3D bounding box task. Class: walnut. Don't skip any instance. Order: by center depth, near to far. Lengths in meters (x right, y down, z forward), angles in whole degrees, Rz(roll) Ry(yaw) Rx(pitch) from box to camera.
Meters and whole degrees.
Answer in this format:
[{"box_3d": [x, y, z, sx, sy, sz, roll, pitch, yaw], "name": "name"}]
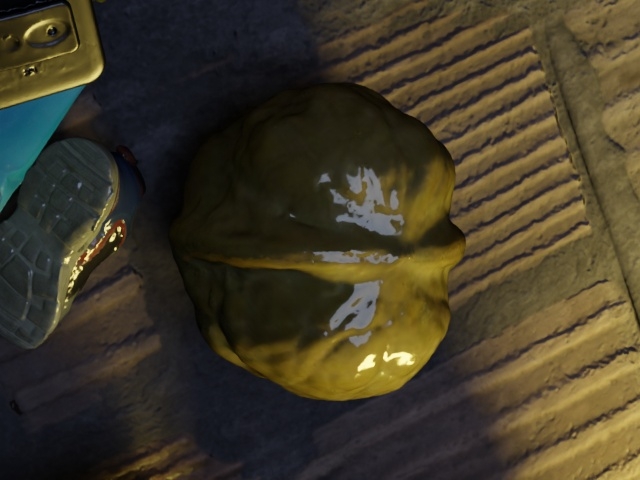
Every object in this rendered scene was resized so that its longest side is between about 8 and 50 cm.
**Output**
[{"box_3d": [0.001, -0.002, 1.608, 0.253, 0.277, 0.282, 29, 81, -30], "name": "walnut"}]

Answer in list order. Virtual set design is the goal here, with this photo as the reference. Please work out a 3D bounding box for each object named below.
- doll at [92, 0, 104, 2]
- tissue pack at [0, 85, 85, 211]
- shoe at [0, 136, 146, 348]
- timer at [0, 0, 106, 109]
[{"box_3d": [-0.219, -0.271, 1.487, 0.221, 0.143, 0.135, 11, 109, -55], "name": "doll"}, {"box_3d": [-0.342, -0.111, 1.510, 0.198, 0.146, 0.263, 34, 89, -24], "name": "tissue pack"}, {"box_3d": [-0.235, -0.008, 1.620, 0.099, 0.125, 0.227, 36, 116, 9], "name": "shoe"}, {"box_3d": [-0.271, -0.164, 1.390, 0.187, 0.055, 0.144, -19, 129, -12], "name": "timer"}]
